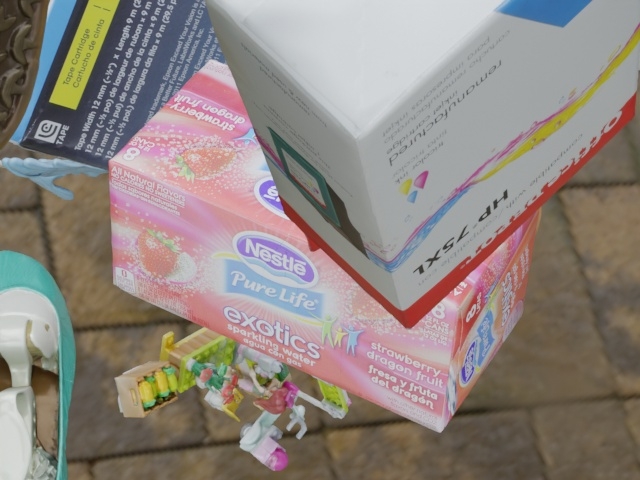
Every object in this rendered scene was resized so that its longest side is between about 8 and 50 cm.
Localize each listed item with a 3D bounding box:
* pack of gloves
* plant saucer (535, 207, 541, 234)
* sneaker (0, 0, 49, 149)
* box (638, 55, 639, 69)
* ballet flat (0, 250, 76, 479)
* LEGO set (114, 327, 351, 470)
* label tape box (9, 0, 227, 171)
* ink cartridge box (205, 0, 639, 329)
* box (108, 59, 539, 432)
[{"bbox_3d":[-0.290,-0.066,1.968,0.232,0.195,0.046,0,93,-51],"label":"pack of gloves"},{"bbox_3d":[0.130,-0.057,1.806,0.200,0.200,0.037,51,53,0],"label":"plant saucer"},{"bbox_3d":[-0.102,-0.119,0.489,0.064,0.086,0.192,15,96,-49],"label":"sneaker"},{"bbox_3d":[0.093,-0.141,0.890,0.091,0.170,0.130,20,66,-30],"label":"box"},{"bbox_3d":[-0.226,0.111,1.364,0.083,0.087,0.247,-3,68,-8],"label":"ballet flat"},{"bbox_3d":[-0.059,0.132,1.597,0.107,0.287,0.132,26,87,27],"label":"LEGO set"},{"bbox_3d":[-0.146,-0.186,1.624,0.347,0.249,0.115,16,17,-27],"label":"label tape box"},{"bbox_3d":[0.048,-0.056,0.667,0.134,0.231,0.078,-43,69,-9],"label":"ink cartridge box"},{"bbox_3d":[0.000,0.000,1.387,0.300,0.142,0.154,23,48,20],"label":"box"}]
